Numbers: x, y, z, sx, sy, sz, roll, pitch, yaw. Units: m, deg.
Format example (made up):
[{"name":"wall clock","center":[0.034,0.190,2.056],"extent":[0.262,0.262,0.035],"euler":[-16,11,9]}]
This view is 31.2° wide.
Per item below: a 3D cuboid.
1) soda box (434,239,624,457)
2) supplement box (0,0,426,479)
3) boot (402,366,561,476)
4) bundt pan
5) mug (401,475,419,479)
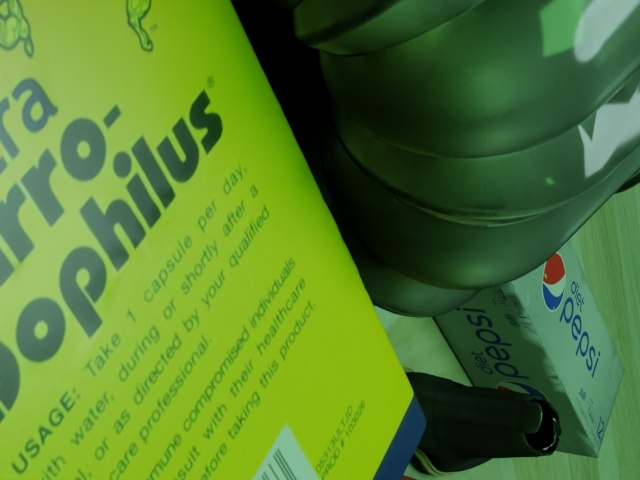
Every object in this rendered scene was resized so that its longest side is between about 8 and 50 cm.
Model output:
[{"name":"soda box","center":[0.167,0.063,0.953],"extent":[0.286,0.091,0.098],"euler":[56,49,-41]},{"name":"supplement box","center":[-0.131,0.013,0.406],"extent":[0.195,0.194,0.357],"euler":[-58,136,-37]},{"name":"boot","center":[0.134,0.148,0.867],"extent":[0.198,0.137,0.077],"euler":[22,73,-55]},{"name":"bundt pan","center":[-0.015,-0.094,0.474],"extent":[0.124,0.330,0.331],"euler":[-51,133,-30]},{"name":"mug","center":[0.078,0.232,0.816],"extent":[0.169,0.113,0.150],"euler":[-27,116,-56]}]
